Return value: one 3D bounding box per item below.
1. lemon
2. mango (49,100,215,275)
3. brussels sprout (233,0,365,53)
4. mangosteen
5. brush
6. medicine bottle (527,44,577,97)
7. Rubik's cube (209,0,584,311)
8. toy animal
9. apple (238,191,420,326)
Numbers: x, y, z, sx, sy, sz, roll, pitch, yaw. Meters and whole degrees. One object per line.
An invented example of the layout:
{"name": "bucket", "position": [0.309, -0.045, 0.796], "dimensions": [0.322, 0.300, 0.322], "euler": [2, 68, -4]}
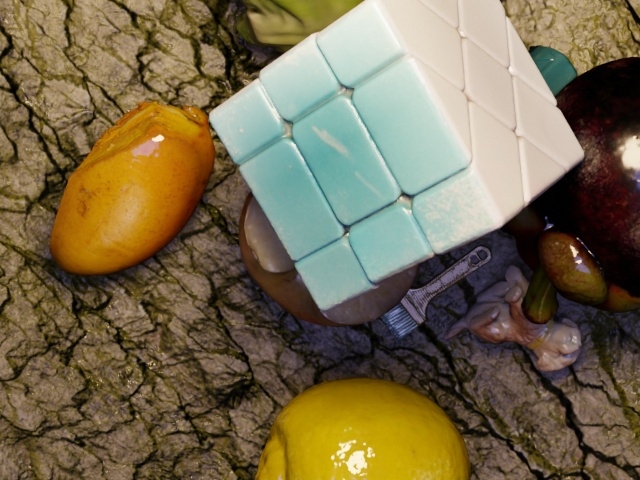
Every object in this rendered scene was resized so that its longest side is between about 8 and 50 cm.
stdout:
{"name": "lemon", "position": [0.068, 0.379, 1.867], "dimensions": [0.348, 0.348, 0.348], "euler": [1, 99, 3]}
{"name": "mango", "position": [-0.315, -0.071, 1.886], "dimensions": [0.199, 0.201, 0.350], "euler": [47, 109, 25]}
{"name": "brussels sprout", "position": [0.007, -0.491, 1.706], "dimensions": [0.361, 0.342, 0.425], "euler": [-17, 136, -3]}
{"name": "mangosteen", "position": [0.453, -0.065, 1.758], "dimensions": [0.435, 0.382, 0.382], "euler": [-30, 96, 23]}
{"name": "brush", "position": [0.194, 0.076, 1.965], "dimensions": [0.218, 0.010, 0.082], "euler": [-36, 95, 7]}
{"name": "medicine bottle", "position": [0.295, -0.208, 1.816], "dimensions": [0.258, 0.124, 0.079], "euler": [-43, 107, -16]}
{"name": "Rubik's cube", "position": [0.107, -0.140, 1.567], "dimensions": [0.316, 0.319, 0.322], "euler": [-27, 93, 36]}
{"name": "toy animal", "position": [0.329, 0.159, 1.943], "dimensions": [0.185, 0.104, 0.184], "euler": [34, 129, -19]}
{"name": "apple", "position": [0.000, 0.000, 1.884], "dimensions": [0.293, 0.163, 0.251], "euler": [40, 70, -11]}
